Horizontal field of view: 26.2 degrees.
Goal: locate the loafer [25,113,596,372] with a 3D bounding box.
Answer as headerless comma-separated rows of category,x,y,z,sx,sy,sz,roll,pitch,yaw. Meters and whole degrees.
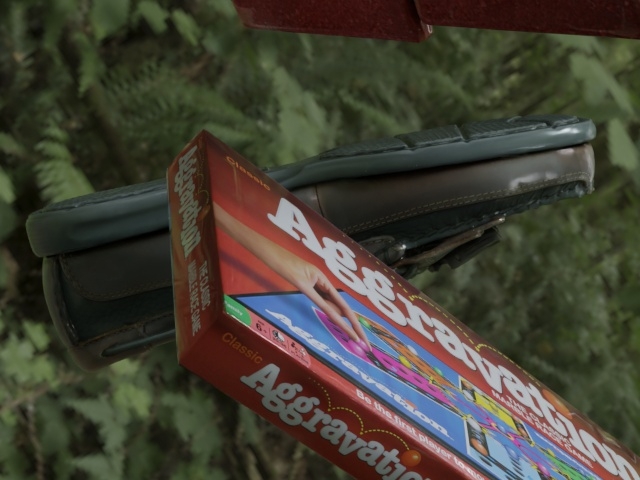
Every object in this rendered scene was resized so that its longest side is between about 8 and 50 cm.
loafer,0.000,0.000,0.649,0.096,0.267,0.084,-71,151,-82

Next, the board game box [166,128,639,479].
board game box,0.059,0.073,0.527,0.281,0.027,0.145,36,16,-23

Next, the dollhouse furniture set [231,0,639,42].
dollhouse furniture set,0.013,-0.253,0.346,0.152,0.201,0.374,8,-44,43
